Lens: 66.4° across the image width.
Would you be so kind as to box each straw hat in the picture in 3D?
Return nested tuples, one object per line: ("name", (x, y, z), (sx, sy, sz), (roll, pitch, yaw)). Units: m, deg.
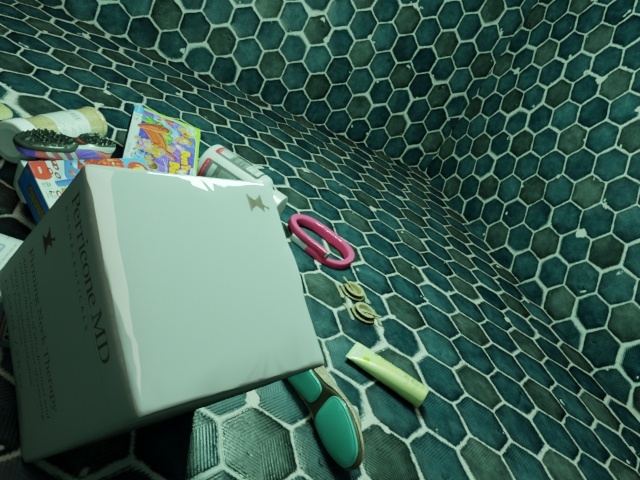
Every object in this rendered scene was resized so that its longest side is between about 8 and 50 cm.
("straw hat", (-1.027, -0.437, 1.512), (0.144, 0.061, 0.144), (25, 25, -12))

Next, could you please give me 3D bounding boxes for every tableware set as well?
("tableware set", (0.132, 0.199, 1.647), (0.128, 0.039, 0.194), (16, 29, -29))

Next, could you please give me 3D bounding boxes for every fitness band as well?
("fitness band", (0.000, 0.000, 1.853), (0.290, 0.054, 0.209), (39, 26, 14))

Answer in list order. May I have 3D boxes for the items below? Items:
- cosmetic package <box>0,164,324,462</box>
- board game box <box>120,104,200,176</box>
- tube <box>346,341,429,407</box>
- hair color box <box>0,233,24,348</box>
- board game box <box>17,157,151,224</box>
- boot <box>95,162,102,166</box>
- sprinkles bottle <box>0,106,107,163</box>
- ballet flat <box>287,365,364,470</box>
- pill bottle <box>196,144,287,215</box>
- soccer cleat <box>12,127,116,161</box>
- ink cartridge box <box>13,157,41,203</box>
("cosmetic package", (-0.273, 0.122, 0.802), (0.327, 0.393, 0.330), (0, 66, -49))
("board game box", (-0.532, -0.274, 1.623), (0.233, 0.078, 0.347), (17, 46, -28))
("tube", (0.186, 0.372, 1.371), (0.240, 0.062, 0.070), (32, -16, 15))
("hair color box", (-0.693, 0.057, 0.907), (0.374, 0.114, 0.185), (22, 27, -18))
("board game box", (-0.519, -0.055, 1.206), (0.301, 0.086, 0.308), (-16, 71, -52))
("boot", (-0.510, -0.122, 1.174), (0.114, 0.037, 0.106), (42, 38, -19))
("sprinkles bottle", (-0.803, -0.328, 1.486), (0.121, 0.121, 0.355), (31, 25, 0))
("ballet flat", (0.027, 0.378, 1.134), (0.106, 0.108, 0.316), (24, 23, -48))
("pill bottle", (-0.281, -0.186, 1.739), (0.318, 0.176, 0.176), (34, 25, 7))
("soccer cleat", (-0.721, -0.243, 1.388), (0.108, 0.117, 0.318), (34, 18, 11))
("ink cartridge box", (-0.689, -0.146, 1.299), (0.190, 0.082, 0.139), (7, 21, -45))
